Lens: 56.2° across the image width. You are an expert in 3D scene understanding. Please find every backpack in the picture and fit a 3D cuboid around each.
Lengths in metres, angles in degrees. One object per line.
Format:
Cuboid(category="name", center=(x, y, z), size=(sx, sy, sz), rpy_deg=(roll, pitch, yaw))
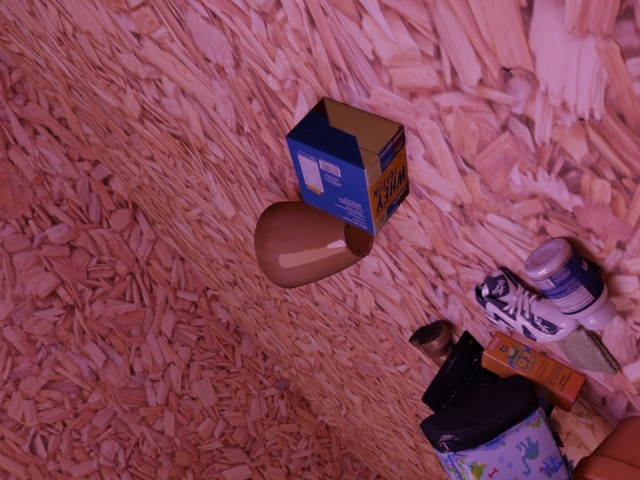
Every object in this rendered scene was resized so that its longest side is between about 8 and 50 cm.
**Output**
Cuboid(category="backpack", center=(0.436, 0.540, 1.363), size=(0.273, 0.290, 0.356), rpy_deg=(-147, 36, -75))

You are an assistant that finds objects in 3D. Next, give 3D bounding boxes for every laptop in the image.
Cuboid(category="laptop", center=(0.437, 0.404, 1.539), size=(0.264, 0.234, 0.136), rpy_deg=(46, 155, -12))

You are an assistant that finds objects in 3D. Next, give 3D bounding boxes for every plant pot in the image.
Cuboid(category="plant pot", center=(0.000, 0.000, 1.533), size=(0.254, 0.237, 0.237), rpy_deg=(-8, 129, 43))
Cuboid(category="plant pot", center=(0.747, 0.544, 1.358), size=(0.290, 0.203, 0.291), rpy_deg=(34, 156, 17))

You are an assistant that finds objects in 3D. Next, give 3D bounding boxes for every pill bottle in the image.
Cuboid(category="pill bottle", center=(0.465, 0.084, 1.106), size=(0.169, 0.094, 0.094), rpy_deg=(45, 156, -11))

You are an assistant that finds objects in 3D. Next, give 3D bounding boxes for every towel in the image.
Cuboid(category="towel", center=(0.571, 0.238, 1.305), size=(0.148, 0.027, 0.110), rpy_deg=(49, 155, -18))

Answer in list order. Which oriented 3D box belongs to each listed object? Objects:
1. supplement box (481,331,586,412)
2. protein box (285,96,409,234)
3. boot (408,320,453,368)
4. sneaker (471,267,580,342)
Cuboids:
Cuboid(category="supplement box", center=(0.517, 0.319, 1.468), size=(0.233, 0.078, 0.080), rpy_deg=(26, 153, 29))
Cuboid(category="protein box", center=(0.061, -0.153, 1.243), size=(0.199, 0.136, 0.201), rpy_deg=(27, 153, 28))
Cuboid(category="boot", center=(0.395, 0.346, 1.693), size=(0.269, 0.089, 0.236), rpy_deg=(41, 171, 0))
Cuboid(category="sneaker", center=(0.414, 0.128, 1.260), size=(0.153, 0.094, 0.235), rpy_deg=(41, 168, -24))
